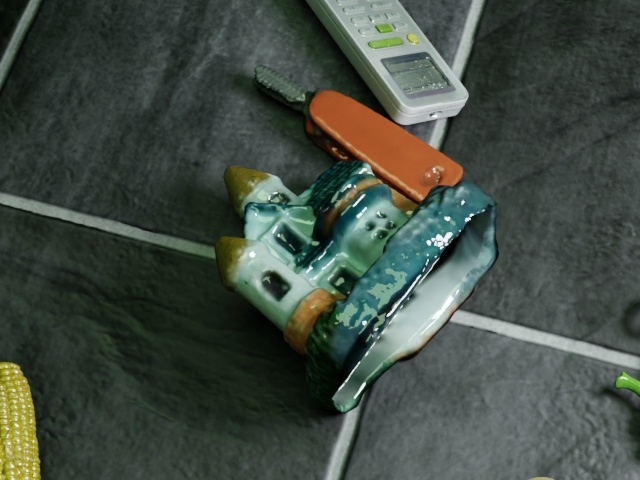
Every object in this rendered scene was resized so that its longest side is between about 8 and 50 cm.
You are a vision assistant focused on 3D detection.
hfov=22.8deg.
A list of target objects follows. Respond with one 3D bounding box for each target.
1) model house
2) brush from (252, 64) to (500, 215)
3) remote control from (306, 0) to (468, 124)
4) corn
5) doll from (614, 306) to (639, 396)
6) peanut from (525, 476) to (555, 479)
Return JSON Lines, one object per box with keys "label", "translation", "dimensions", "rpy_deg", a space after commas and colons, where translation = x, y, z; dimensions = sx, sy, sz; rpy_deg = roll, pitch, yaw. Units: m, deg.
{"label": "model house", "translation": [0.000, 0.000, 1.616], "dimensions": [0.291, 0.184, 0.253], "rpy_deg": [35, 71, 23]}
{"label": "brush", "translation": [0.053, -0.104, 1.737], "dimensions": [0.323, 0.051, 0.070], "rpy_deg": [33, 66, 17]}
{"label": "remote control", "translation": [0.064, -0.234, 1.801], "dimensions": [0.103, 0.034, 0.250], "rpy_deg": [-13, 58, -36]}
{"label": "corn", "translation": [-0.309, 0.226, 1.538], "dimensions": [0.080, 0.080, 0.238], "rpy_deg": [-5, 59, -3]}
{"label": "doll", "translation": [0.358, 0.132, 1.609], "dimensions": [0.115, 0.050, 0.190], "rpy_deg": [14, 60, 0]}
{"label": "peanut", "translation": [0.175, 0.310, 1.492], "dimensions": [0.083, 0.093, 0.194], "rpy_deg": [15, 66, 48]}
